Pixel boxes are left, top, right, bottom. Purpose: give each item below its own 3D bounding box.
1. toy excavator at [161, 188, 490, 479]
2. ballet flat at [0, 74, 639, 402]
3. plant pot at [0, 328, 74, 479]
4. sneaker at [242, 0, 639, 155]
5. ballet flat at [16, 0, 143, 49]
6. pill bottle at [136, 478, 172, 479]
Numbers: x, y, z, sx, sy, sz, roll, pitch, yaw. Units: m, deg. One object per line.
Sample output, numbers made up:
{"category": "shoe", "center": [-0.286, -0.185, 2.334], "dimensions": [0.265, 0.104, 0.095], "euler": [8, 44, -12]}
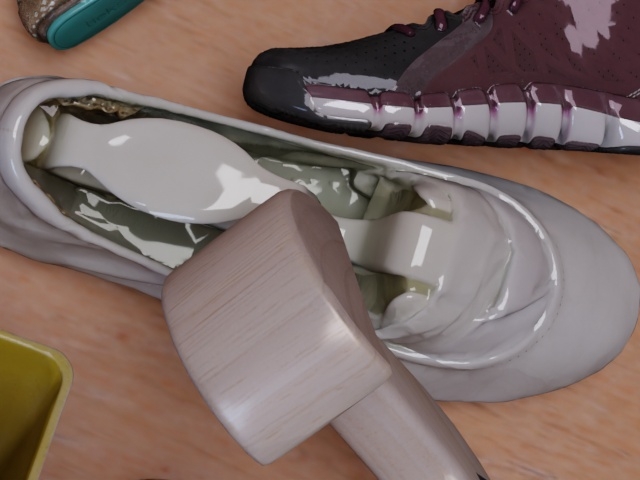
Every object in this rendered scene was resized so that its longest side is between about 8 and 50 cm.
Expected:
{"category": "toy excavator", "center": [0.119, 0.219, 0.991], "dimensions": [0.222, 0.433, 0.445], "euler": [-37, 58, 12]}
{"category": "ballet flat", "center": [0.000, 0.000, 1.056], "dimensions": [0.400, 0.139, 0.139], "euler": [16, 82, -10]}
{"category": "plant pot", "center": [-0.265, 0.147, 0.939], "dimensions": [0.212, 0.187, 0.212], "euler": [21, 55, -9]}
{"category": "sneaker", "center": [0.094, -0.133, 1.094], "dimensions": [0.281, 0.106, 0.163], "euler": [2, 94, -20]}
{"category": "ballet flat", "center": [-0.081, -0.183, 1.080], "dimensions": [0.206, 0.073, 0.067], "euler": [-29, 74, -8]}
{"category": "pill bottle", "center": [-0.080, 0.184, 0.972], "dimensions": [0.121, 0.221, 0.121], "euler": [1, 86, -7]}
